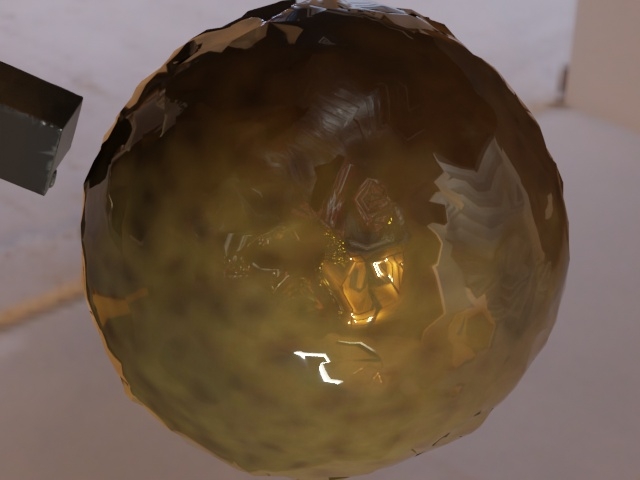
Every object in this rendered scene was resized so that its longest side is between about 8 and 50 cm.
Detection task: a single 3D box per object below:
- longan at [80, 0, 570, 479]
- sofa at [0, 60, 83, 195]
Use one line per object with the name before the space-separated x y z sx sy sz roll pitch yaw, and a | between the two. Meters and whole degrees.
longan | 0.000 0.000 1.477 0.391 0.391 0.391 3 -154 -1
sofa | -0.272 -0.107 1.512 0.147 0.085 0.060 22 -137 0
